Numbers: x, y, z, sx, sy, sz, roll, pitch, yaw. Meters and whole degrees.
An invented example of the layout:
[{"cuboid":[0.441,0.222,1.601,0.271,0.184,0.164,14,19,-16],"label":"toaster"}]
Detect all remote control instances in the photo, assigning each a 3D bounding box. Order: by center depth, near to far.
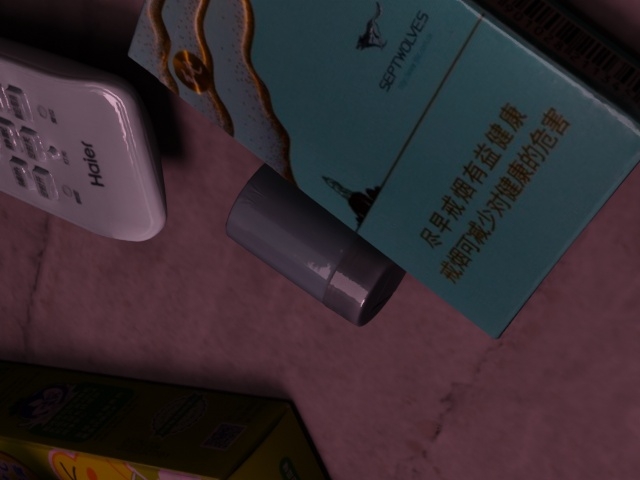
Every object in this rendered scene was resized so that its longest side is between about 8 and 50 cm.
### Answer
[{"cuboid":[-0.200,-0.084,0.840,0.293,0.051,0.103,20,136,34],"label":"remote control"}]

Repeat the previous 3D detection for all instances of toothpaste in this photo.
[{"cuboid":[-0.133,0.158,0.987,0.327,0.077,0.110,3,128,41],"label":"toothpaste"}]

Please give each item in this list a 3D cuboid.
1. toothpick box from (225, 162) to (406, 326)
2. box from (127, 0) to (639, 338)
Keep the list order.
[{"cuboid":[0.000,0.000,0.734,0.083,0.052,0.052,34,142,14],"label":"toothpick box"},{"cuboid":[0.026,-0.075,0.646,0.229,0.041,0.162,38,142,7],"label":"box"}]
